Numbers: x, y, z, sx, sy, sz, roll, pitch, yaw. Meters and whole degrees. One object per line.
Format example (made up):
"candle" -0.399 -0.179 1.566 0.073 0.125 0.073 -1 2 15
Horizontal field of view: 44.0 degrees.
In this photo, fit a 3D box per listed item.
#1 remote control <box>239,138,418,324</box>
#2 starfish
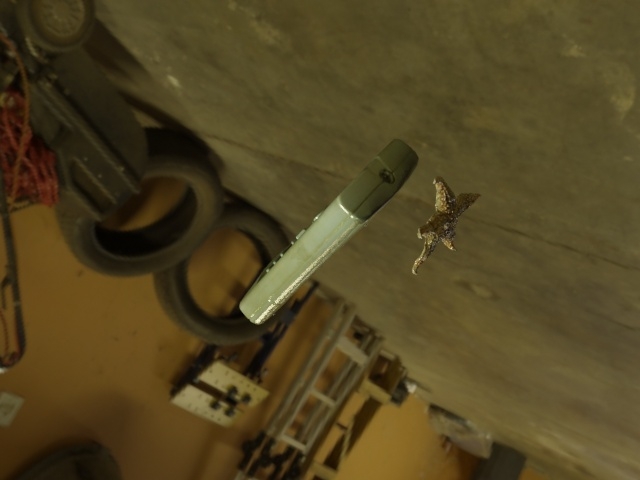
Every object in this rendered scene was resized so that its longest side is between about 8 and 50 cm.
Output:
"remote control" 0.000 0.000 0.697 0.038 0.098 0.233 44 143 -1
"starfish" 0.094 -0.019 0.590 0.016 0.086 0.092 25 151 30
